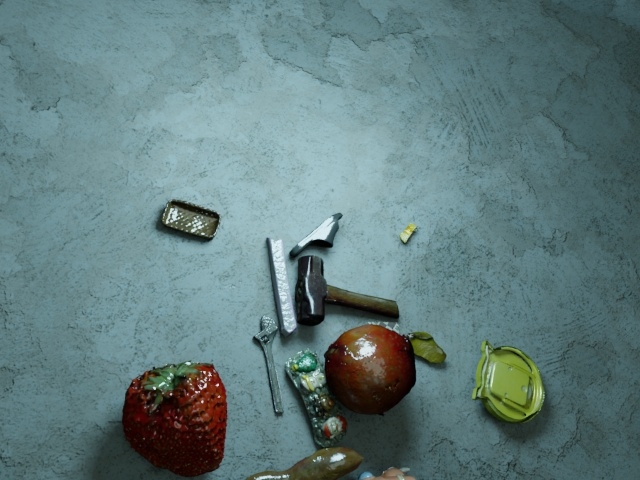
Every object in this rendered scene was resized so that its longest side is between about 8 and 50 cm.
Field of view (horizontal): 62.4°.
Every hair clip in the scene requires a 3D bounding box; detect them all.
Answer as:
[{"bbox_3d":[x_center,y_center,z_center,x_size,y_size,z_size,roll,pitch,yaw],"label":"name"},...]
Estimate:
[{"bbox_3d":[-0.002,0.518,1.750,0.138,0.091,0.322,-22,81,-25],"label":"hair clip"}]

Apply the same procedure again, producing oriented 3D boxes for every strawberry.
[{"bbox_3d":[-0.410,0.533,1.552,0.311,0.267,0.352,-12,107,6],"label":"strawberry"}]

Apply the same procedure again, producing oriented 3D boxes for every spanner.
[{"bbox_3d":[-0.164,0.413,1.771,0.093,0.026,0.326,-7,77,-21],"label":"spanner"}]

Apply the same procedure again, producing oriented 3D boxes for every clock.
[{"bbox_3d":[0.696,0.536,1.974,0.293,0.071,0.277,31,62,-6],"label":"clock"}]

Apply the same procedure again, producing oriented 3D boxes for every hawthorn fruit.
[{"bbox_3d":[0.169,0.416,1.737,0.315,0.316,0.316,5,71,-16],"label":"hawthorn fruit"}]

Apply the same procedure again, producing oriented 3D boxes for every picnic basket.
[{"bbox_3d":[-0.445,-0.069,1.822,0.193,0.055,0.110,18,69,-12],"label":"picnic basket"}]

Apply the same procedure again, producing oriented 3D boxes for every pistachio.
[{"bbox_3d":[0.383,0.385,1.938,0.172,0.049,0.090,30,89,-8],"label":"pistachio"}]

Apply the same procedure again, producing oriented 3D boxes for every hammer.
[{"bbox_3d":[0.106,0.204,1.879,0.408,0.095,0.243,14,58,-19],"label":"hammer"}]

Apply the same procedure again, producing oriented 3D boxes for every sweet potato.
[{"bbox_3d":[-0.052,0.731,1.662,0.384,0.109,0.109,-12,76,-8],"label":"sweet potato"}]

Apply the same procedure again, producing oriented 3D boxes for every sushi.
[{"bbox_3d":[0.221,0.355,1.908,0.125,0.026,0.120,2,79,-10],"label":"sushi"}]

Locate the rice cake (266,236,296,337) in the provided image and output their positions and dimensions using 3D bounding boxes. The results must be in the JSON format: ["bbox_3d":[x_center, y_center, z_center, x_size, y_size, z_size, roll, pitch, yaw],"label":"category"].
[{"bbox_3d":[-0.137,0.154,1.841,0.056,0.073,0.365,-4,72,-19],"label":"rice cake"}]

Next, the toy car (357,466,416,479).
[{"bbox_3d":[0.202,0.838,1.671,0.270,0.181,0.213,-2,63,-19],"label":"toy car"}]

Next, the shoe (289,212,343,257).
[{"bbox_3d":[0.000,0.000,1.916,0.241,0.108,0.093,-39,88,-17],"label":"shoe"}]

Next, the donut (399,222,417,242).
[{"bbox_3d":[0.339,-0.031,2.054,0.037,0.067,0.083,35,99,14],"label":"donut"}]
